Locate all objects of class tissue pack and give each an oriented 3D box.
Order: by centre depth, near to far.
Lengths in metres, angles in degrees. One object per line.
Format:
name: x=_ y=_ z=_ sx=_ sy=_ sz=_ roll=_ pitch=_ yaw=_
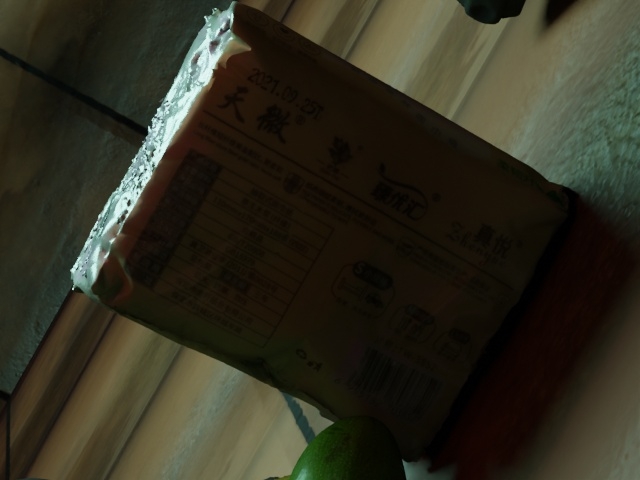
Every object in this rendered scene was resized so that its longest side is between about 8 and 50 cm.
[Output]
tissue pack: x=0.000 y=0.000 z=1.162 sx=0.215 sy=0.256 sz=0.123 roll=-60 pitch=17 yaw=5

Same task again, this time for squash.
squash: x=0.007 y=0.215 z=1.033 sx=0.082 sy=0.082 sz=0.292 roll=-50 pitch=24 yaw=39

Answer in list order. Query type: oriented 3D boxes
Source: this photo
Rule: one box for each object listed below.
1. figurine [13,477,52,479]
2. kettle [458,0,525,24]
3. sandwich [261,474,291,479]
figurine: x=-0.262 y=0.350 z=1.512 sx=0.365 sy=0.206 sz=0.218 roll=-55 pitch=16 yaw=24
kettle: x=0.184 y=-0.387 z=1.371 sx=0.361 sy=0.250 sz=0.377 roll=109 pitch=180 yaw=-63
sandwich: x=-0.095 y=0.261 z=1.181 sx=0.245 sy=0.063 sz=0.212 roll=-31 pitch=19 yaw=6
